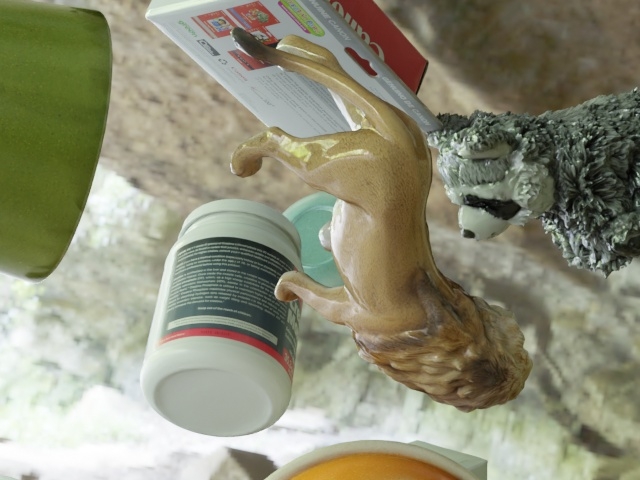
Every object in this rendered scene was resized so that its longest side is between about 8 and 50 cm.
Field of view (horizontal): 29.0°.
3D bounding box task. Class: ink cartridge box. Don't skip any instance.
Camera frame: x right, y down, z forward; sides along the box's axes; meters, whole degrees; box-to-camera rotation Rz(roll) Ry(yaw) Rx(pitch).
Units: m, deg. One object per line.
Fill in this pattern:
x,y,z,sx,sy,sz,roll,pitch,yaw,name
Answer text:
-0.011,-0.259,1.568,0.272,0.130,0.309,-2,-31,41,ink cartridge box

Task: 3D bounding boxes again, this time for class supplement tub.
-0.120,0.100,1.611,0.191,0.272,0.191,4,-41,4,supplement tub

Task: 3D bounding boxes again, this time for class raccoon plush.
0.332,-0.171,1.607,0.299,0.446,0.216,36,-18,-17,raccoon plush

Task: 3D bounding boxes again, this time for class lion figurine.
0.055,-0.009,1.104,0.240,0.142,0.392,25,-29,39,lion figurine

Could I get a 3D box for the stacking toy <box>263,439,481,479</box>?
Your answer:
0.065,0.393,1.110,0.351,0.350,0.480,12,2,-4,stacking toy

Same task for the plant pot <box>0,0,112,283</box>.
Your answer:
-0.380,-0.119,1.147,0.294,0.274,0.275,12,-5,-26,plant pot

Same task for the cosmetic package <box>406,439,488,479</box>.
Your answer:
0.134,0.503,1.836,0.197,0.365,0.155,-11,15,-42,cosmetic package

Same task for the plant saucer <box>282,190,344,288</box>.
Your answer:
0.000,0.000,1.888,0.195,0.195,0.037,10,-22,26,plant saucer

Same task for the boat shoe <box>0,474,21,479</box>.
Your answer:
-0.375,0.405,1.617,0.136,0.156,0.367,38,-24,-32,boat shoe
